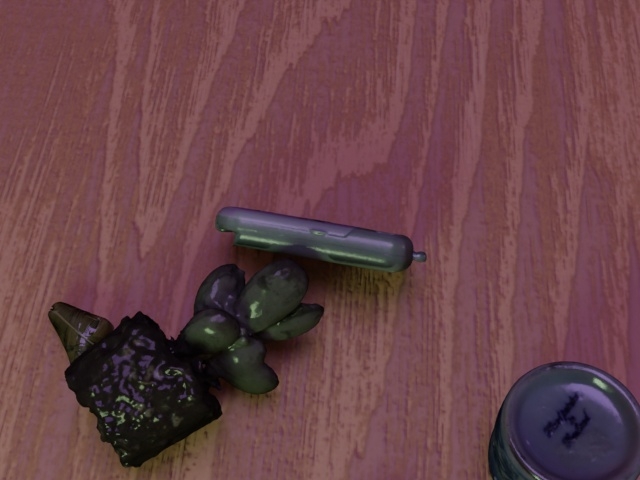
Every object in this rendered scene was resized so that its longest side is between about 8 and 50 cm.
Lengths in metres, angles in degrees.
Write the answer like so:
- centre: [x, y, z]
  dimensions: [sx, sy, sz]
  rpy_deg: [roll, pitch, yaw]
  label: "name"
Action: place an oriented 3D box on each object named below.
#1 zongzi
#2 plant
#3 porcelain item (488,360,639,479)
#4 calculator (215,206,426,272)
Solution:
- centre: [-0.284, 0.117, 1.136]
  dimensions: [0.076, 0.040, 0.083]
  rpy_deg: [18, 75, 20]
  label: "zongzi"
- centre: [-0.123, 0.118, 1.059]
  dimensions: [0.275, 0.146, 0.149]
  rpy_deg: [-32, 90, -19]
  label: "plant"
- centre: [0.246, 0.208, 1.015]
  dimensions: [0.147, 0.114, 0.147]
  rpy_deg: [1, 57, -1]
  label: "porcelain item"
- centre: [0.000, 0.000, 1.154]
  dimensions: [0.246, 0.141, 0.045]
  rpy_deg: [10, 92, 8]
  label: "calculator"
